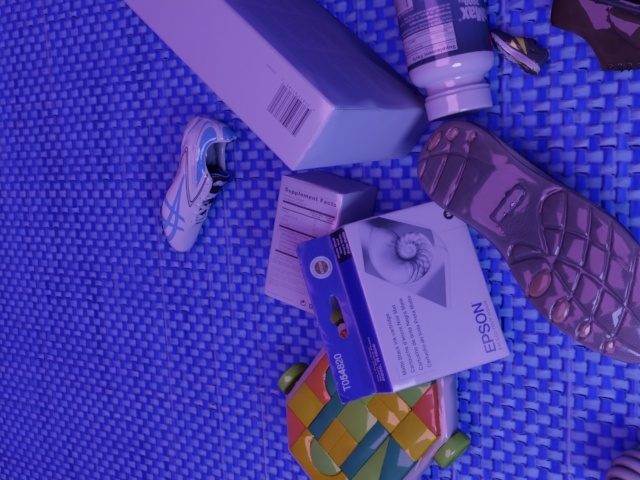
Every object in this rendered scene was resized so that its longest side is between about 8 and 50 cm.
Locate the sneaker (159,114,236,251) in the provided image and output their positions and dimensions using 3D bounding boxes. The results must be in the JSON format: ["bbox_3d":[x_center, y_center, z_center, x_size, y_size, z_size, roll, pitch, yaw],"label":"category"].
[{"bbox_3d":[-0.196,-0.081,1.140,0.086,0.085,0.237,26,115,18],"label":"sneaker"}]

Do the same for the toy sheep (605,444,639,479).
[{"bbox_3d":[0.380,0.283,0.828,0.091,0.132,0.091,39,158,19],"label":"toy sheep"}]

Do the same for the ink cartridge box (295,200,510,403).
[{"bbox_3d":[0.103,0.074,0.910,0.223,0.045,0.223,-17,82,-7],"label":"ink cartridge box"}]

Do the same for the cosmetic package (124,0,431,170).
[{"bbox_3d":[-0.058,-0.251,0.901,0.377,0.284,0.097,46,121,18],"label":"cosmetic package"}]

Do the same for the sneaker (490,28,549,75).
[{"bbox_3d":[0.244,-0.237,0.868,0.035,0.031,0.083,-45,67,4],"label":"sneaker"}]

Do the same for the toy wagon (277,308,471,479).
[{"bbox_3d":[0.085,0.215,0.998,0.267,0.068,0.344,45,113,27],"label":"toy wagon"}]

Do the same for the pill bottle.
[{"bbox_3d":[0.156,-0.244,0.872,0.108,0.108,0.180,-10,94,33],"label":"pill bottle"}]

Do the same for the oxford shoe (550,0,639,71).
[{"bbox_3d":[0.360,-0.222,0.776,0.227,0.082,0.096,36,134,23],"label":"oxford shoe"}]

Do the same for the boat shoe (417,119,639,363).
[{"bbox_3d":[0.271,-0.013,0.830,0.355,0.130,0.132,51,117,21],"label":"boat shoe"}]

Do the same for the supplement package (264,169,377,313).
[{"bbox_3d":[0.000,0.000,1.015,0.105,0.105,0.179,19,108,28],"label":"supplement package"}]
